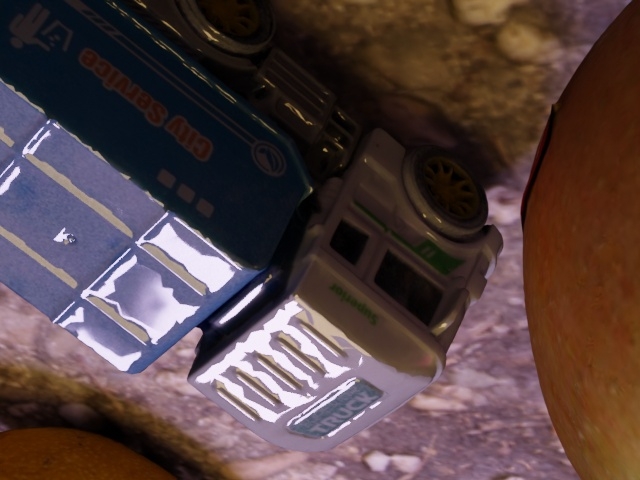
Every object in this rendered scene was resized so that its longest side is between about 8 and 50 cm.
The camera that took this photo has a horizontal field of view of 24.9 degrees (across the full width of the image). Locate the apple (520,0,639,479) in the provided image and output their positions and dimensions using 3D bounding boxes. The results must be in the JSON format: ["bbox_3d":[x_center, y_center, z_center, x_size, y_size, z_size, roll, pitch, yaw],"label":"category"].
[{"bbox_3d":[0.245,0.033,0.631,0.338,0.305,0.338,12,140,10],"label":"apple"}]

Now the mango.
[{"bbox_3d":[-0.167,0.245,1.123,0.295,0.177,0.120,21,169,-13],"label":"mango"}]

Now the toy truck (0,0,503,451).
[{"bbox_3d":[-0.082,-0.042,0.756,0.367,0.175,0.146,37,134,-13],"label":"toy truck"}]
